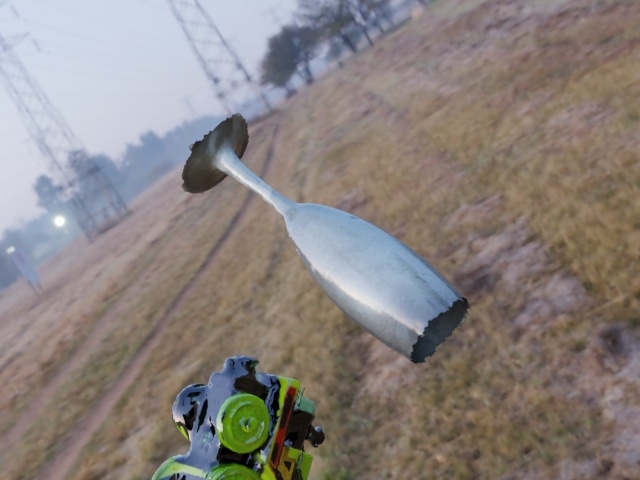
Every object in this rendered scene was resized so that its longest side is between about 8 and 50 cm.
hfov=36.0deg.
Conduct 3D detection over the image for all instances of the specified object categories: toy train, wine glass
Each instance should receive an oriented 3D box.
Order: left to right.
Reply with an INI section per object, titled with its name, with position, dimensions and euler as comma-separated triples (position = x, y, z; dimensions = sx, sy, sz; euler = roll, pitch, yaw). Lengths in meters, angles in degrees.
[toy train]
position = -0.082, 0.262, 0.936
dimensions = 0.100, 0.161, 0.296
euler = -1, 70, 51
[wine glass]
position = 0.000, 0.000, 0.618
dimensions = 0.066, 0.198, 0.066
euler = -41, -25, -23
